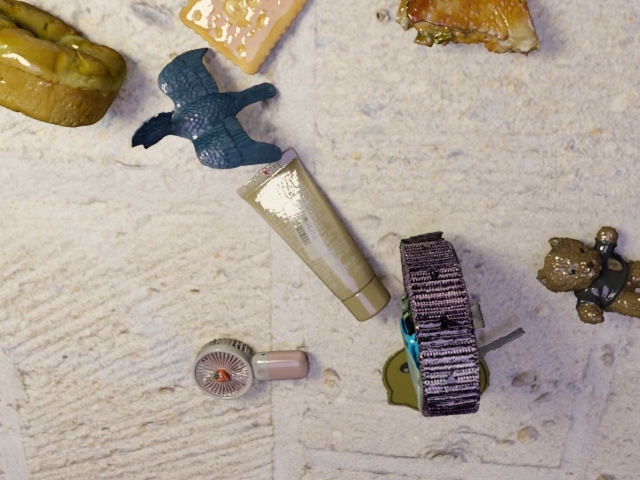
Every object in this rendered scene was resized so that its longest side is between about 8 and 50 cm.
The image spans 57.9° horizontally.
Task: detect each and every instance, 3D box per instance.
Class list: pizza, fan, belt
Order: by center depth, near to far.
[{"bbox_3d":[0.234,-0.368,0.906,0.226,0.069,0.147,7,93,-2],"label":"pizza"},{"bbox_3d":[0.201,0.146,0.998,0.122,0.325,0.260,-7,132,4],"label":"belt"},{"bbox_3d":[0.272,0.265,1.189,0.335,0.011,0.229,-36,116,25],"label":"fan"},{"bbox_3d":[-0.145,0.265,1.209,0.244,0.074,0.130,-5,113,6],"label":"fan"}]

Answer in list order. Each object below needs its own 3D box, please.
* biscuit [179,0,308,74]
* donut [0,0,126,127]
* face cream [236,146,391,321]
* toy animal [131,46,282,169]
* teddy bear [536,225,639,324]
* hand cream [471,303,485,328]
[{"bbox_3d":[-0.100,-0.407,0.921,0.160,0.030,0.250,38,108,-12],"label":"biscuit"},{"bbox_3d":[-0.455,-0.282,0.916,0.261,0.208,0.128,28,114,-3],"label":"donut"},{"bbox_3d":[0.000,0.000,1.085,0.137,0.084,0.341,-37,98,16],"label":"face cream"},{"bbox_3d":[-0.181,-0.200,0.939,0.255,0.176,0.239,-34,91,-8],"label":"toy animal"},{"bbox_3d":[0.526,0.077,1.053,0.251,0.182,0.129,19,155,11],"label":"teddy bear"},{"bbox_3d":[0.257,0.173,1.161,0.143,0.039,0.061,-19,111,7],"label":"hand cream"}]
